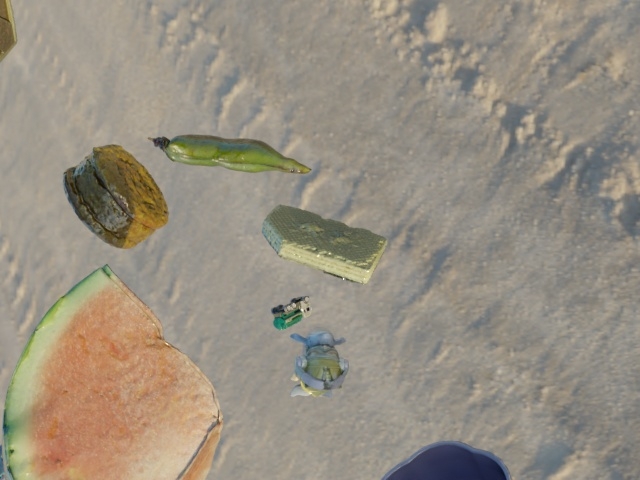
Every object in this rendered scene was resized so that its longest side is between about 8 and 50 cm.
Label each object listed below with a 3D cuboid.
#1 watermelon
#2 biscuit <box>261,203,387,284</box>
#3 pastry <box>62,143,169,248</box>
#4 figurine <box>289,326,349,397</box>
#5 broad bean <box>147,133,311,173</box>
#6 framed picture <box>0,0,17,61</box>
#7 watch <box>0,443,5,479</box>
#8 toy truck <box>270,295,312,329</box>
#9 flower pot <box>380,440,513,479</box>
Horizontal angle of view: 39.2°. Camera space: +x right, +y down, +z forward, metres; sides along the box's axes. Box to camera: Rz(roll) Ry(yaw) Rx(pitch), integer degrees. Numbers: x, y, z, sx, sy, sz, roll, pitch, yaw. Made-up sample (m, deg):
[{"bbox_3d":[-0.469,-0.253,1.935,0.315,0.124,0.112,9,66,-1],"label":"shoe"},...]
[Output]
[{"bbox_3d":[-0.278,0.252,1.041,0.292,0.222,0.319,40,118,11],"label":"watermelon"},{"bbox_3d":[0.000,0.000,1.818,0.252,0.150,0.052,18,123,13],"label":"biscuit"},{"bbox_3d":[-0.350,-0.075,1.543,0.103,0.189,0.188,-36,56,13],"label":"pastry"},{"bbox_3d":[-0.004,0.278,1.981,0.183,0.129,0.208,-99,14,-55],"label":"figurine"},{"bbox_3d":[-0.176,-0.168,1.728,0.339,0.077,0.061,8,115,20],"label":"broad bean"},{"bbox_3d":[-0.582,-0.370,1.517,0.265,0.018,0.192,107,-172,-56],"label":"framed picture"},{"bbox_3d":[-0.487,0.385,1.516,0.068,0.275,0.276,44,152,39],"label":"watch"},{"bbox_3d":[-0.051,0.128,1.600,0.039,0.083,0.044,-13,96,40],"label":"toy truck"},{"bbox_3d":[0.249,0.515,1.537,0.265,0.243,0.265,-23,37,19],"label":"flower pot"}]
